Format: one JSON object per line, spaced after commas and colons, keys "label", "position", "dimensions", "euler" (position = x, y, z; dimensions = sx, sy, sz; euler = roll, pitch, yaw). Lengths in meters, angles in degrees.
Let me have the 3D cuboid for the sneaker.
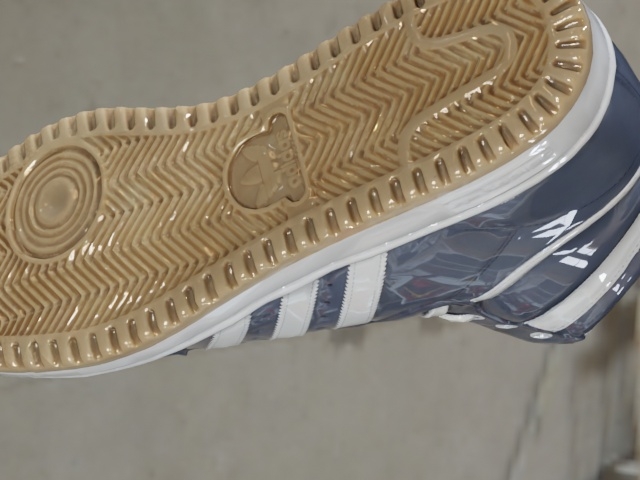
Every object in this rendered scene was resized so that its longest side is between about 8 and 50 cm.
{"label": "sneaker", "position": [0.000, 0.000, 0.722], "dimensions": [0.153, 0.282, 0.099], "euler": [29, 46, -55]}
